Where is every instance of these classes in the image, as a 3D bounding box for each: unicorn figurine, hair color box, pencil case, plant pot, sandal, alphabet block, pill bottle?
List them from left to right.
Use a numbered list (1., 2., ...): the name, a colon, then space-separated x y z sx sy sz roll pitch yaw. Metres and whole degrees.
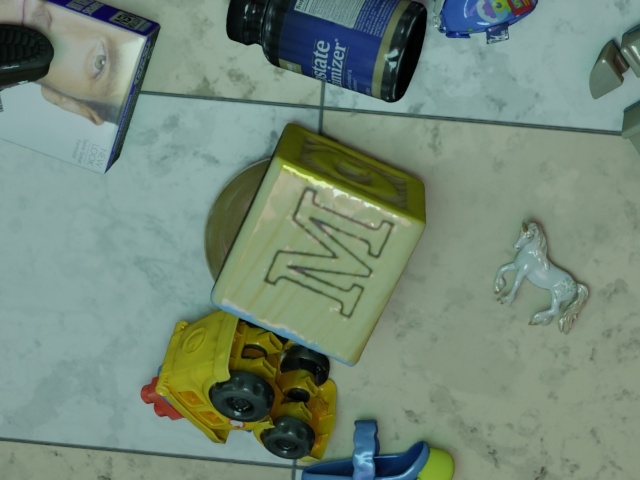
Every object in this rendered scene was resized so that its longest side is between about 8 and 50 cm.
1. hair color box: -0.387 -0.228 1.712 0.339 0.110 0.185 19 107 -4
2. plant pot: -0.030 0.001 1.798 0.236 0.032 0.236 1 108 3
3. alphabet block: 0.000 0.000 1.681 0.193 0.192 0.197 24 108 -6
4. pill bottle: 0.006 -0.250 1.661 0.219 0.123 0.122 18 108 11
5. sandal: 0.021 0.350 1.865 0.317 0.126 0.138 -42 97 6
6. pencil case: 0.148 -0.376 1.620 0.133 0.119 0.306 -27 104 -17
7. unicorn figurine: 0.273 0.043 1.783 0.162 0.060 0.111 31 107 -23

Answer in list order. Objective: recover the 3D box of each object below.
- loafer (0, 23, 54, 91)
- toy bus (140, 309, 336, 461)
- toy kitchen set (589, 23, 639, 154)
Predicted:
1. loafer: -0.412 -0.191 1.640 0.220 0.080 0.078 -10 139 6
2. toy bus: -0.114 0.196 1.807 0.211 0.149 0.220 -20 129 30
3. toy kitchen set: 0.447 -0.204 1.678 0.207 0.122 0.166 -29 105 33
